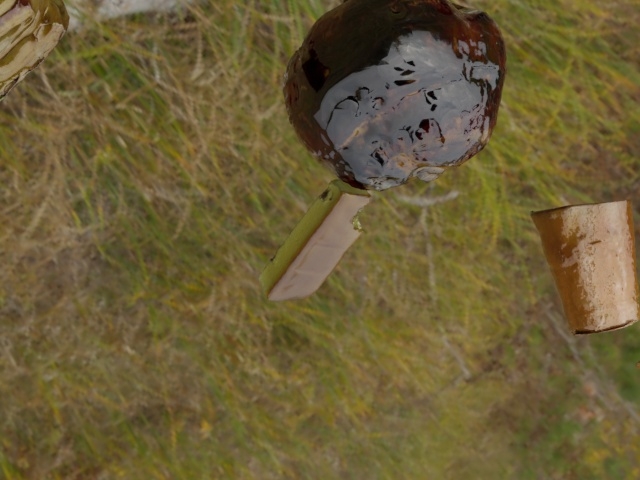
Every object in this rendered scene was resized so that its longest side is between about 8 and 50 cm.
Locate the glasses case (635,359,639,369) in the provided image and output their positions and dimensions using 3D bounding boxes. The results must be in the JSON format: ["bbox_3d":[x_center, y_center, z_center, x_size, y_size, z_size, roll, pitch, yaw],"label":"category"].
[{"bbox_3d":[0.306,0.135,0.651,0.075,0.218,0.049,-30,161,-37],"label":"glasses case"}]

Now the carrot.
[{"bbox_3d":[0.519,0.052,1.978,0.196,0.254,0.196,-9,-179,0],"label":"carrot"}]

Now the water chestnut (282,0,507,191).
[{"bbox_3d":[0.092,-0.207,1.316,0.289,0.244,0.289,7,133,8],"label":"water chestnut"}]

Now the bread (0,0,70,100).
[{"bbox_3d":[-0.478,-0.301,1.421,0.278,0.324,0.167,-33,123,9],"label":"bread"}]

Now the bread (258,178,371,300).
[{"bbox_3d":[0.000,0.000,1.445,0.088,0.049,0.226,4,137,-40],"label":"bread"}]
